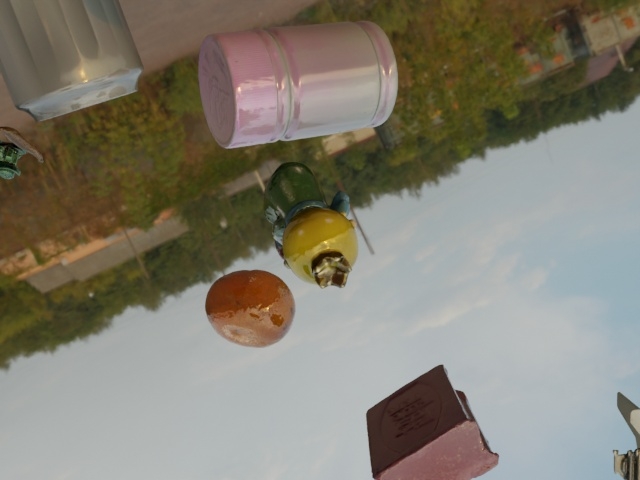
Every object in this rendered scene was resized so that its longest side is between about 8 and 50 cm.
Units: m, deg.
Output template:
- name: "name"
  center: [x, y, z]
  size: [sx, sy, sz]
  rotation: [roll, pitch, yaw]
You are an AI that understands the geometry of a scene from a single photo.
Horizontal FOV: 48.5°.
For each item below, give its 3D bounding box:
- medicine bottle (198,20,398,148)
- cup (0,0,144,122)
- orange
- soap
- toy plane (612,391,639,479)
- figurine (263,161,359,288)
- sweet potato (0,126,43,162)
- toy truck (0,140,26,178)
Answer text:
- name: "medicine bottle"
  center: [-0.042, -0.284, 1.281]
  size: [0.316, 0.202, 0.202]
  rotation: [-12, -177, -25]
- name: "cup"
  center: [-0.506, -0.387, 1.270]
  size: [0.323, 0.326, 0.237]
  rotation: [-7, -161, 30]
- name: "orange"
  center: [-0.171, 0.161, 1.744]
  size: [0.224, 0.224, 0.170]
  rotation: [-18, -142, 35]
- name: "soap"
  center: [0.228, 0.422, 1.538]
  size: [0.233, 0.128, 0.359]
  rotation: [-33, -174, 5]
- name: "toy plane"
  center: [0.432, 0.312, 0.912]
  size: [0.160, 0.233, 0.082]
  rotation: [2, 167, -32]
- name: "figurine"
  center: [-0.013, 0.007, 1.069]
  size: [0.128, 0.185, 0.234]
  rotation: [-16, -133, -23]
- name: "sweet potato"
  center: [-0.577, -0.190, 1.374]
  size: [0.026, 0.026, 0.115]
  rotation: [-22, 145, 17]
- name: "toy truck"
  center: [-0.673, -0.186, 1.420]
  size: [0.154, 0.080, 0.078]
  rotation: [16, 145, -24]
